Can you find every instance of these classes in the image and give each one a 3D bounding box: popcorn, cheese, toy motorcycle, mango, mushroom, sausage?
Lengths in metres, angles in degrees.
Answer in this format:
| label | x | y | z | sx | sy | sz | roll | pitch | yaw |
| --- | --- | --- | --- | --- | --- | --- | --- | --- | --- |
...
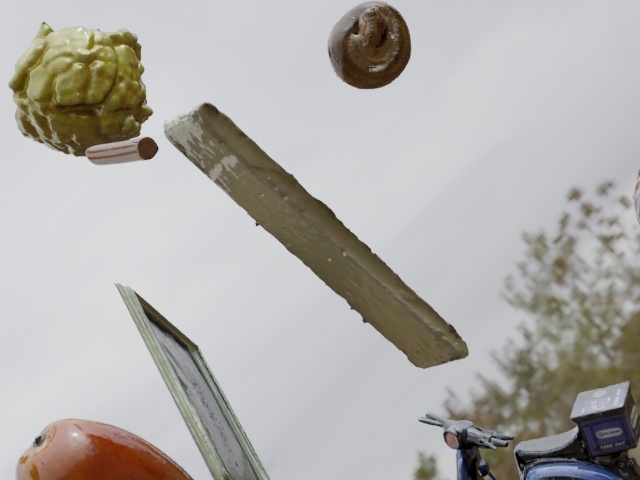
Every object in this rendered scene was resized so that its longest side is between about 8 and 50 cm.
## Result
| label | x | y | z | sx | sy | sz | roll | pitch | yaw |
| --- | --- | --- | --- | --- | --- | --- | --- | --- | --- |
| popcorn | -0.388 | -0.255 | 2.446 | 0.249 | 0.249 | 0.225 | 75 | -159 | -76 |
| cheese | 0.000 | 0.002 | 1.545 | 0.085 | 0.400 | 0.034 | -15 | 38 | 54 |
| toy motorcycle | 0.305 | 0.333 | 2.204 | 0.359 | 0.212 | 0.125 | -16 | 14 | 23 |
| mango | -0.192 | 0.285 | 1.547 | 0.289 | 0.129 | 0.146 | 40 | -122 | -42 |
| mushroom | 0.066 | -0.266 | 2.040 | 0.126 | 0.109 | 0.085 | -38 | 30 | -18 |
| sausage | -0.215 | -0.095 | 1.605 | 0.026 | 0.026 | 0.116 | -37 | 21 | -34 |

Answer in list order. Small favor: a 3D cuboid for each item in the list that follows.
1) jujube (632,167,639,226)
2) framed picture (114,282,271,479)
| label | x | y | z | sx | sy | sz | roll | pitch | yaw |
| --- | --- | --- | --- | --- | --- | --- | --- | --- | --- |
| jujube | 0.480 | -0.045 | 1.706 | 0.213 | 0.232 | 0.213 | -47 | 26 | 31 |
| framed picture | -0.135 | 0.197 | 1.781 | 0.018 | 0.293 | 0.231 | -34 | -30 | 3 |
